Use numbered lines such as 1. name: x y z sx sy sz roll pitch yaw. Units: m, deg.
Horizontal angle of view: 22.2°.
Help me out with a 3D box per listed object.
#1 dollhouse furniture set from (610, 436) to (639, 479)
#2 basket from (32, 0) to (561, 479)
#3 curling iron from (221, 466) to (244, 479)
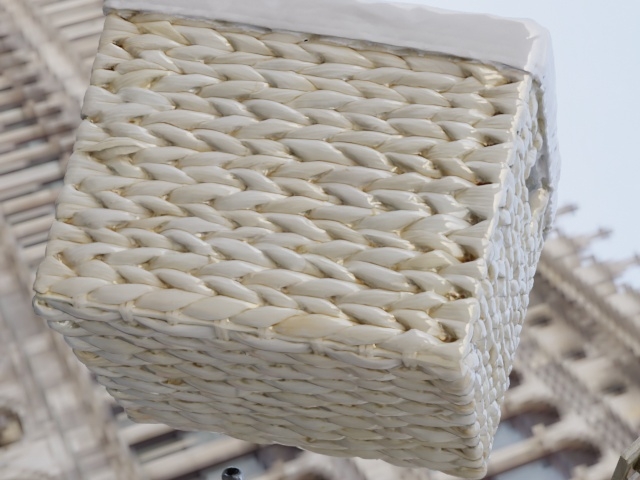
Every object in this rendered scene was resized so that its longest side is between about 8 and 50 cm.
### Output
1. dollhouse furniture set: 0.380 0.205 1.360 0.212 0.161 0.242 38 -36 25
2. basket: 0.000 0.000 1.225 0.328 0.331 0.267 70 30 -66
3. curling iron: -0.075 0.307 1.404 0.035 0.068 0.274 -108 -162 -54
